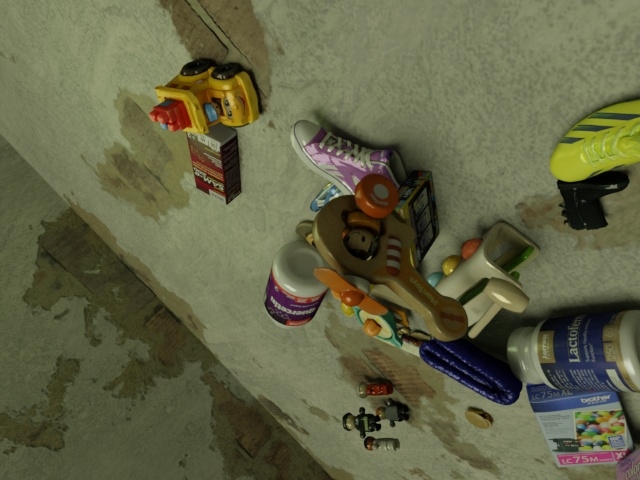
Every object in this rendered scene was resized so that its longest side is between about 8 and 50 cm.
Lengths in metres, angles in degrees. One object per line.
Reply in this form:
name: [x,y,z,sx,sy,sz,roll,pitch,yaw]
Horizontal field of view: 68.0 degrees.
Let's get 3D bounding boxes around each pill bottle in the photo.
pill bottle: [0.537,0.232,0.980,0.153,0.153,0.265,51,144,-12]
pill bottle: [-0.077,0.153,1.470,0.181,0.181,0.323,35,145,10]

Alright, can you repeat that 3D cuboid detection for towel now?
towel: [0.372,0.295,1.137,0.228,0.076,0.308,26,-178,27]

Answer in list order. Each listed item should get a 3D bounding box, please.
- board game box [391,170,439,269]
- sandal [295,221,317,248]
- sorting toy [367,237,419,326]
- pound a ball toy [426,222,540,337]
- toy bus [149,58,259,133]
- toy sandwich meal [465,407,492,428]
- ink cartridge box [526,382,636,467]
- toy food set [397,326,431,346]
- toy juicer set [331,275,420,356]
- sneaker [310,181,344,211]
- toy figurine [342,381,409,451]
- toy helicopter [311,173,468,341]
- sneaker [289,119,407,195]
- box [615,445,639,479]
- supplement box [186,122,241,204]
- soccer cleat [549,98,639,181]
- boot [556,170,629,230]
board game box: [0.201,-0.042,1.024,0.048,0.141,0.170,13,135,36]
sandal: [0.000,0.000,1.345,0.180,0.049,0.072,26,142,22]
sorting toy: [0.186,0.100,1.271,0.196,0.047,0.347,24,146,32]
pound a ball toy: [0.314,0.096,1.004,0.136,0.208,0.319,38,146,6]
toy bus: [-0.291,-0.324,1.143,0.220,0.211,0.149,18,137,29]
toy sandwich meal: [0.493,0.553,1.479,0.086,0.029,0.085,30,148,22]
ink cartridge box: [0.616,0.418,1.129,0.186,0.065,0.311,-19,114,25]
toy food set: [0.273,0.288,1.418,0.122,0.019,0.078,11,135,26]
toy juicer set: [0.138,0.234,1.371,0.329,0.089,0.209,53,152,-18]
sneaker: [0.020,-0.103,1.213,0.059,0.053,0.144,43,147,-4]
toy figurine: [0.196,0.628,1.688,0.148,0.213,0.209,-16,121,38]
toy helicopter: [0.128,0.065,0.879,0.355,0.235,0.140,43,144,-1]
sneaker: [0.074,-0.189,1.039,0.282,0.102,0.161,38,143,-13]
box: [0.804,0.536,1.009,0.243,0.117,0.213,11,141,14]
supplement box: [-0.307,-0.230,1.378,0.130,0.073,0.239,29,144,18]
soccer cleat: [0.454,-0.150,0.678,0.093,0.121,0.289,49,145,-11]
boot: [0.473,-0.065,0.819,0.121,0.045,0.099,3,128,52]
